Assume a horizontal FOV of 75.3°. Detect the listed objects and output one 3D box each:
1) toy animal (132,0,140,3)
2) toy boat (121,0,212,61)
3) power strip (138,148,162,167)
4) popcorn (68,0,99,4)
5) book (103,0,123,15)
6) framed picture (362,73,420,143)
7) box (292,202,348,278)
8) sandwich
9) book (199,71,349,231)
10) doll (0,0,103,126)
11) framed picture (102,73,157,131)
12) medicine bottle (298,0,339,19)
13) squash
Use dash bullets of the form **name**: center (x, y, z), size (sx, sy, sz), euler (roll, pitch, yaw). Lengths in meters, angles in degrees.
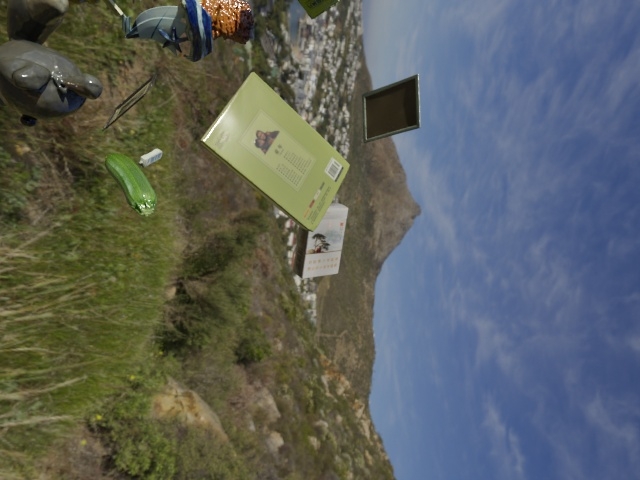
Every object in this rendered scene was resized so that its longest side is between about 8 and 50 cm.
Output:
- **toy animal**: center (-0.699, -0.916, 1.510), size (0.219, 0.155, 0.095), euler (-52, 122, -32)
- **toy boat**: center (-0.485, -0.676, 1.366), size (0.210, 0.291, 0.071), euler (64, 16, -52)
- **power strip**: center (-0.790, -0.383, 1.925), size (0.048, 0.030, 0.191), euler (-62, -177, 30)
- **popcorn**: center (-0.829, -0.862, 1.339), size (0.221, 0.203, 0.184), euler (-100, -178, -62)
- **book**: center (-0.741, -0.833, 1.469), size (0.111, 0.014, 0.077), euler (36, -11, 51)
- **framed picture**: center (0.278, -0.517, 1.653), size (0.017, 0.274, 0.218), euler (4, 86, -47)
- **box**: center (0.000, -0.001, 1.341), size (0.067, 0.149, 0.234), euler (29, -64, 47)
- **sandwich**: center (-0.406, -0.926, 1.700), size (0.162, 0.301, 0.251), euler (11, -108, 60)
- **book**: center (-0.094, -0.214, 1.035), size (0.035, 0.352, 0.239), euler (-9, -132, 57)
- **doll**: center (-0.767, -0.500, 1.101), size (0.252, 0.381, 0.380), euler (-22, 121, -49)
- **framed picture**: center (-0.606, -0.440, 1.321), size (0.010, 0.195, 0.200), euler (47, 17, -36)
- **medicine bottle**: center (-0.049, -0.988, 1.568), size (0.250, 0.137, 0.141), euler (13, 60, -61)
- **squash**: center (-0.489, -0.148, 1.078), size (0.077, 0.219, 0.068), euler (-10, 145, -51)
